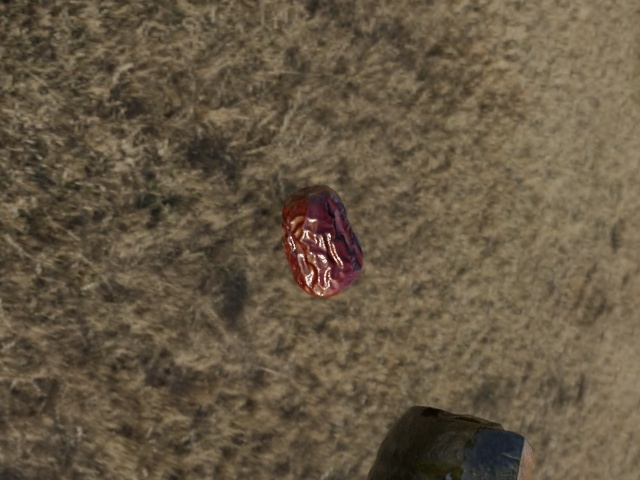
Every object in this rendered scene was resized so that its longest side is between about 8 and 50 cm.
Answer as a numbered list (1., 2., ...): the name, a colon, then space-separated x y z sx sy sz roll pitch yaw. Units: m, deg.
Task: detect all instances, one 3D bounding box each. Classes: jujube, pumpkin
1. jujube: 0.000 0.000 1.629 0.155 0.155 0.230 -40 124 -43
2. pumpkin: 0.212 0.410 1.346 0.256 0.303 0.226 31 69 -36
